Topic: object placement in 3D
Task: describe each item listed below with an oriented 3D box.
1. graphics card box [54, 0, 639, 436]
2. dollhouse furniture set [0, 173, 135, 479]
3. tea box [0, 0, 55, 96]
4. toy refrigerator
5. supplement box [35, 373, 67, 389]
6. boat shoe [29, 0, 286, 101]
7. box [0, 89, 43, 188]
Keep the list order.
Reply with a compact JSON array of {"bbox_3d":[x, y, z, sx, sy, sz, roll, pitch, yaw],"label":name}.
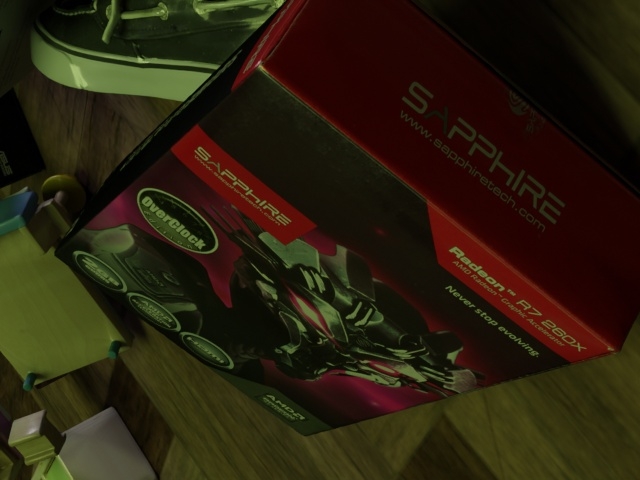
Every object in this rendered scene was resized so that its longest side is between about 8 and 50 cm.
[{"bbox_3d":[0.000,0.000,0.774,0.233,0.094,0.371,38,154,-14],"label":"graphics card box"},{"bbox_3d":[-0.302,0.069,1.366,0.303,0.198,0.286,-23,120,21],"label":"dollhouse furniture set"},{"bbox_3d":[-0.328,-0.277,0.904,0.323,0.220,0.329,39,142,-2],"label":"tea box"},{"bbox_3d":[-0.284,0.302,1.532,0.102,0.094,0.269,56,149,12],"label":"toy refrigerator"},{"bbox_3d":[-0.318,0.128,1.495,0.055,0.043,0.083,54,149,13],"label":"supplement box"},{"bbox_3d":[-0.097,-0.153,0.868,0.306,0.113,0.104,20,123,46],"label":"boat shoe"},{"bbox_3d":[-0.382,-0.121,1.361,0.180,0.078,0.147,-4,110,57],"label":"box"}]
